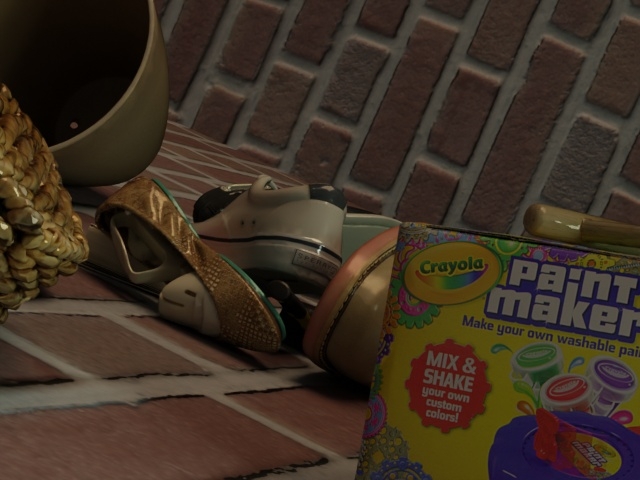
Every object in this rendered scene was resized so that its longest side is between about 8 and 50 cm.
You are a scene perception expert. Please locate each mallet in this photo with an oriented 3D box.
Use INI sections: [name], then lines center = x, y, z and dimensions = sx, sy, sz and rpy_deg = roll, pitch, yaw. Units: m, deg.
[mallet]
center = -0.025, 0.055, 1.385
dimensions = 0.062, 0.039, 0.190
rpy_deg = 22, -9, 21

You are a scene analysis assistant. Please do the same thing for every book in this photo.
[book]
center = -0.131, 0.026, 1.455
dimensions = 0.144, 0.035, 0.096
rpy_deg = 23, 2, -6

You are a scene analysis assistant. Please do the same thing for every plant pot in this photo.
[plant pot]
center = -0.258, -0.159, 1.802
dimensions = 0.256, 0.256, 0.274
rpy_deg = 25, -11, 18

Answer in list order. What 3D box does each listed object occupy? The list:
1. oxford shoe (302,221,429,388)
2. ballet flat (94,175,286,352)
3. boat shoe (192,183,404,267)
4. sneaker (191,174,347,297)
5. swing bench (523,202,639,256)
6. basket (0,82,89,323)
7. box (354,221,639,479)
[oxford shoe]
center = 0.124, 0.083, 1.442
dimensions = 0.146, 0.140, 0.397
rpy_deg = 34, 12, 27
[ballet flat]
center = -0.109, 0.028, 1.346
dimensions = 0.067, 0.073, 0.206
rpy_deg = -25, 48, -26
[boat shoe]
center = 0.000, 0.000, 1.843
dimensions = 0.302, 0.114, 0.091
rpy_deg = 20, 12, -42
[sneaker]
center = -0.050, -0.006, 1.486
dimensions = 0.094, 0.091, 0.258
rpy_deg = 28, -13, -30
[swing bench]
center = 0.275, -0.100, 0.986
dimensions = 0.254, 0.253, 0.165
rpy_deg = 11, -1, -43
[basket]
center = -0.271, -0.018, 0.955
dimensions = 0.213, 0.223, 0.299
rpy_deg = 56, -2, -13
[box]
center = 0.216, 0.106, 1.002
dimensions = 0.290, 0.177, 0.279
rpy_deg = 9, -3, 30
